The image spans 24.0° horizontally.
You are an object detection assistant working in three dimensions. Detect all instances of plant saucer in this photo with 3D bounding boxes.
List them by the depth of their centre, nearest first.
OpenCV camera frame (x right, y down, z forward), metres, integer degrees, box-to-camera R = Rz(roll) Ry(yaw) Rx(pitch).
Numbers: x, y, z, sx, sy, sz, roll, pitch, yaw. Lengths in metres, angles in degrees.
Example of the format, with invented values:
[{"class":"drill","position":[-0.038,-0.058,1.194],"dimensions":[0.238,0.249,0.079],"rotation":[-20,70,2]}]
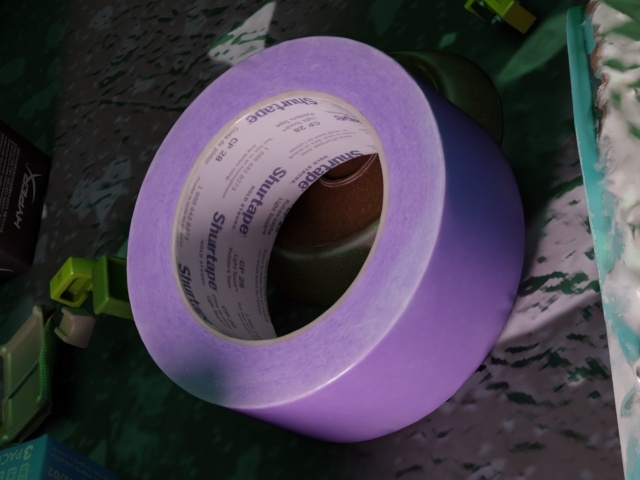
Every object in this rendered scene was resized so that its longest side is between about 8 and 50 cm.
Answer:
[{"class":"plant saucer","position":[0.022,-0.043,0.838],"dimensions":[0.168,0.029,0.168],"rotation":[-27,42,28]}]

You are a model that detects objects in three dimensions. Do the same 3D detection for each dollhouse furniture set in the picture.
[{"class":"dollhouse furniture set","position":[-0.140,0.064,0.915],"dimensions":[0.151,0.058,0.076],"rotation":[-45,41,38]}]

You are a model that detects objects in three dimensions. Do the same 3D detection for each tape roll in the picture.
[{"class":"tape roll","position":[0.000,0.000,0.746],"dimensions":[0.189,0.080,0.189],"rotation":[-14,65,31]}]

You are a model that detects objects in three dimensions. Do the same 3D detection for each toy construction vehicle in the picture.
[{"class":"toy construction vehicle","position":[0.112,-0.164,0.851],"dimensions":[0.086,0.035,0.098],"rotation":[-54,34,13]}]

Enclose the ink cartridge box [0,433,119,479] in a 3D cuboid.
[{"class":"ink cartridge box","position":[-0.176,0.206,0.800],"dimensions":[0.104,0.061,0.181],"rotation":[-22,46,31]}]

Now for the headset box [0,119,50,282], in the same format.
[{"class":"headset box","position":[-0.368,-0.056,1.022],"dimensions":[0.218,0.293,0.110],"rotation":[-24,44,28]}]

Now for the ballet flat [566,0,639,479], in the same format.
[{"class":"ballet flat","position":[0.161,0.075,0.547],"dimensions":[0.147,0.147,0.409],"rotation":[-21,49,32]}]
